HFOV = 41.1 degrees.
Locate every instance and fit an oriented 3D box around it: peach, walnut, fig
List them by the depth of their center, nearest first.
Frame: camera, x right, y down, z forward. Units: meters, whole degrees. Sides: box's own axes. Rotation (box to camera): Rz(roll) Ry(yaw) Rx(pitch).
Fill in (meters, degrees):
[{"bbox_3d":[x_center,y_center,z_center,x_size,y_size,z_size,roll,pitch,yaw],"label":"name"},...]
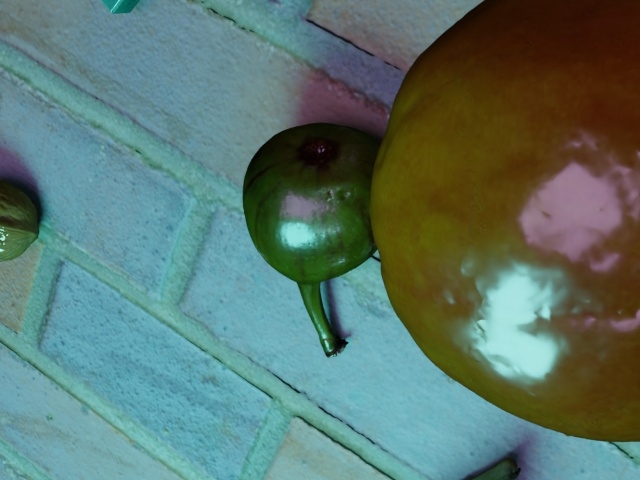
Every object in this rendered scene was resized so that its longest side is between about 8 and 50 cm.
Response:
[{"bbox_3d":[0.215,-0.033,0.604,0.301,0.343,0.343,8,111,44],"label":"peach"},{"bbox_3d":[0.000,0.000,0.863,0.151,0.151,0.259,23,143,19],"label":"fig"},{"bbox_3d":[-0.405,-0.025,1.053,0.124,0.105,0.105,12,111,14],"label":"walnut"}]

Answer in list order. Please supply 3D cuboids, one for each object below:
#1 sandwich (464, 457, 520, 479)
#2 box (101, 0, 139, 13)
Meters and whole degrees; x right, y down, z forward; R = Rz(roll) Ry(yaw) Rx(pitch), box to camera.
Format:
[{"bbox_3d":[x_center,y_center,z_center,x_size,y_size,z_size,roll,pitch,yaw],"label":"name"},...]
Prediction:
[{"bbox_3d":[0.136,0.333,0.880,0.128,0.122,0.236,5,106,22],"label":"sandwich"},{"bbox_3d":[-0.189,-0.367,0.858,0.226,0.042,0.161,-43,84,27],"label":"box"}]
